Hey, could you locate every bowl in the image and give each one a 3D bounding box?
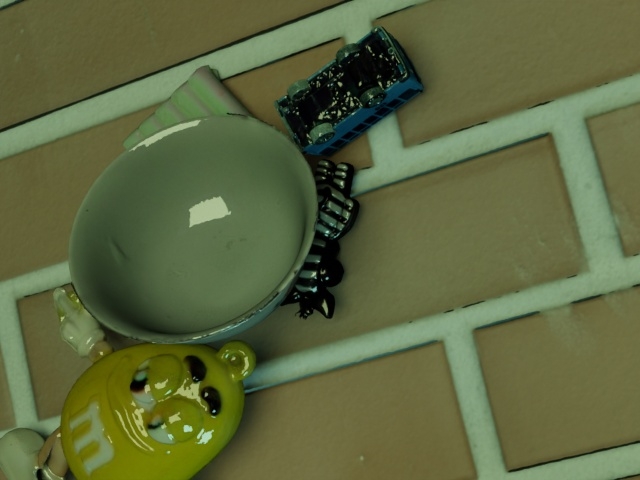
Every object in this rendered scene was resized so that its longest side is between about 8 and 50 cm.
[{"bbox_3d":[-0.146,0.015,1.681,0.346,0.157,0.345,-9,57,13],"label":"bowl"}]

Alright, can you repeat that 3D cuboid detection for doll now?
[{"bbox_3d":[-0.295,0.262,1.774,0.348,0.161,0.423,30,104,25],"label":"doll"},{"bbox_3d":[0.000,0.000,1.719,0.091,0.067,0.219,11,85,25],"label":"doll"}]

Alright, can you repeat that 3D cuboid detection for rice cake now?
[{"bbox_3d":[-0.164,-0.132,1.808,0.189,0.037,0.198,-42,72,15],"label":"rice cake"}]

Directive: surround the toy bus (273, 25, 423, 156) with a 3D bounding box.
[{"bbox_3d":[0.043,-0.196,1.693,0.185,0.106,0.090,-34,71,22],"label":"toy bus"}]
